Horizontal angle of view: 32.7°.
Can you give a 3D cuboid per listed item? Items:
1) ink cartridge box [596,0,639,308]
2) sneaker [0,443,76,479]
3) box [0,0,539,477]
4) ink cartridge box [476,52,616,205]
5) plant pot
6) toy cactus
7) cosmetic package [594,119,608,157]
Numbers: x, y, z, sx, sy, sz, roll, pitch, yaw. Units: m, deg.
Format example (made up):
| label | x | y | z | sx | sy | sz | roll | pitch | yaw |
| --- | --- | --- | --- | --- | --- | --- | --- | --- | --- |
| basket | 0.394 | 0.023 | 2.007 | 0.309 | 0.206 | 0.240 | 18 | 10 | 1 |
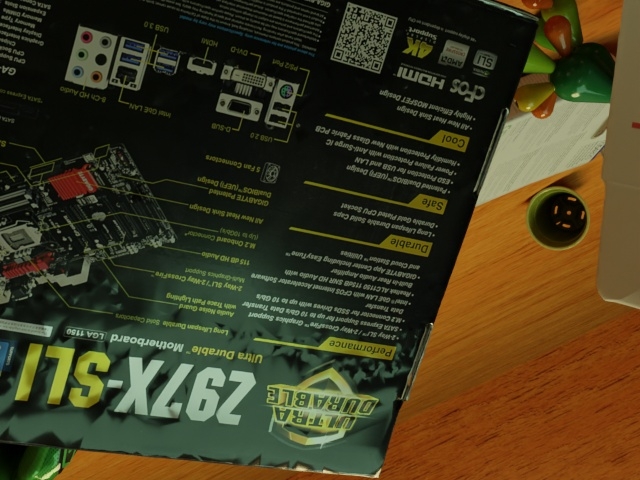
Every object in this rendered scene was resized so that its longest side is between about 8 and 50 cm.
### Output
| label | x | y | z | sx | sy | sz | roll | pitch | yaw |
| --- | --- | --- | --- | --- | --- | --- | --- | --- | --- |
| ink cartridge box | 0.290 | -0.119 | 0.627 | 0.119 | 0.354 | 0.207 | -9 | -161 | -43 |
| sneaker | -0.198 | 0.010 | 0.577 | 0.134 | 0.146 | 0.344 | -7 | 134 | 19 |
| box | -0.080 | -0.030 | 0.511 | 0.322 | 0.079 | 0.257 | 11 | 106 | -27 |
| ink cartridge box | 0.219 | -0.111 | 1.122 | 0.224 | 0.045 | 0.223 | -20 | 162 | -18 |
| plant pot | 0.322 | -0.033 | 1.444 | 0.083 | 0.083 | 0.079 | -33 | 172 | 24 |
| toy cactus | 0.226 | -0.121 | 0.883 | 0.219 | 0.180 | 0.112 | 11 | 120 | -51 |
| cosmetic package | 0.475 | -0.104 | 1.301 | 0.309 | 0.160 | 0.113 | -6 | 155 | -43 |
